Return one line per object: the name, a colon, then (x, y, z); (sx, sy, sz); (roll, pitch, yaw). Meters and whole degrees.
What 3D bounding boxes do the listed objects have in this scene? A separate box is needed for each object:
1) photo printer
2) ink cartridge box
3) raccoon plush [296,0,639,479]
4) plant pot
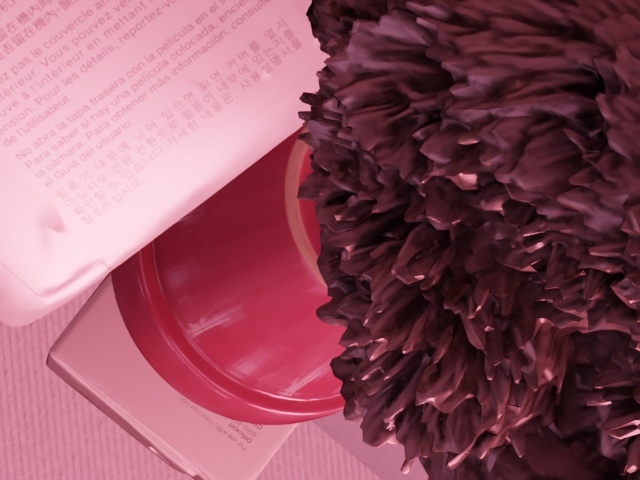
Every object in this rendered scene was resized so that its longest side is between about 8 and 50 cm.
photo printer: (-0.122, -0.133, 0.601); (0.307, 0.256, 0.107); (49, -176, -46)
ink cartridge box: (-0.063, 0.048, 1.165); (0.168, 0.233, 0.171); (39, 168, -3)
raccoon plush: (0.103, -0.049, 0.396); (0.446, 0.216, 0.299); (42, 160, -18)
plant pot: (0.000, 0.000, 0.939); (0.201, 0.201, 0.180); (41, 154, -13)
